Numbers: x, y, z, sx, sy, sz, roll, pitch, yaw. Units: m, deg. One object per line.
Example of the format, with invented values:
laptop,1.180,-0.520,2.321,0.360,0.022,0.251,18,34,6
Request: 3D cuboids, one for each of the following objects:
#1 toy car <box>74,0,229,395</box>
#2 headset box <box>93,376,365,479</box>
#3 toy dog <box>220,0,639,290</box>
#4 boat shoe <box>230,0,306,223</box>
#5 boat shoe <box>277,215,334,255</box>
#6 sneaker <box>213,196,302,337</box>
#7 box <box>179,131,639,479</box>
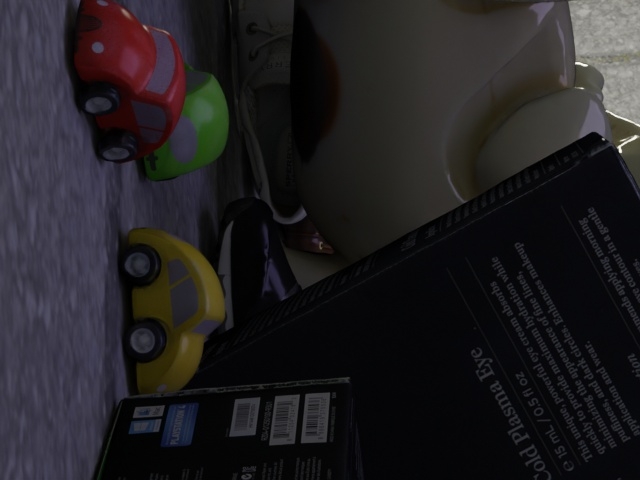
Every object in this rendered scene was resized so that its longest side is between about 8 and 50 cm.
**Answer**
toy car,-0.085,-0.052,1.098,0.225,0.053,0.239,-82,166,-65
headset box,-0.034,0.254,0.957,0.246,0.131,0.283,-84,168,-64
toy dog,0.052,-0.191,1.434,0.408,0.395,0.284,63,1,-25
boat shoe,-0.025,-0.147,1.565,0.096,0.098,0.277,-79,164,-73
boat shoe,0.000,0.000,1.832,0.207,0.073,0.073,39,51,-70
sneaker,-0.007,0.101,1.388,0.107,0.124,0.283,-76,160,-75
box,0.125,0.152,1.212,0.343,0.312,0.179,62,7,-2
